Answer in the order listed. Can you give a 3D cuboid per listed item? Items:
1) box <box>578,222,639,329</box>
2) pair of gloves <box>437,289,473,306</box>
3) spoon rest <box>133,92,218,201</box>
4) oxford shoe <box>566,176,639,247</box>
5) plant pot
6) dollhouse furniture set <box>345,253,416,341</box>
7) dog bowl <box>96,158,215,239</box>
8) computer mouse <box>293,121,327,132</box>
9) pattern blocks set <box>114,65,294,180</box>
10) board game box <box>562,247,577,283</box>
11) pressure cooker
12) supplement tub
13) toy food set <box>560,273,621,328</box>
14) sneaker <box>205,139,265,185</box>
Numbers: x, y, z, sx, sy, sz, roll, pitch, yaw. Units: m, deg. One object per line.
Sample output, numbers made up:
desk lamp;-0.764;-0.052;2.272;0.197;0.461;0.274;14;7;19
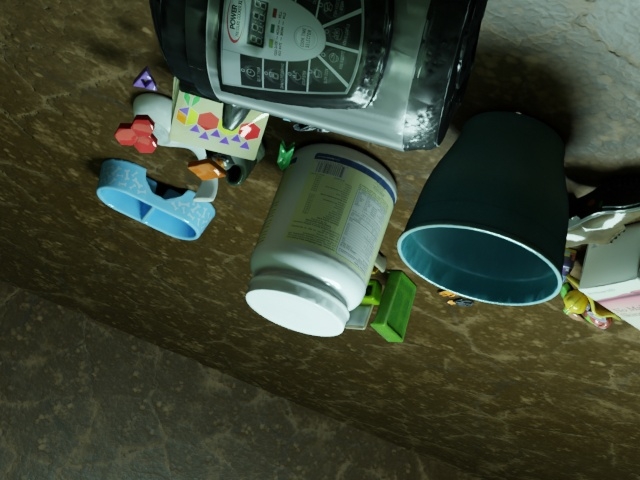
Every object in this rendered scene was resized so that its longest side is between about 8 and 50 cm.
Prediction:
box;0.630;0.081;1.837;0.232;0.127;0.148;30;155;-23
pair of gloves;0.327;0.140;2.351;0.074;0.010;0.083;-6;147;45
spoon rest;-0.293;-0.204;2.024;0.137;0.084;0.276;2;138;33
oxford shoe;0.503;-0.045;1.673;0.227;0.083;0.096;-17;126;32
plant pot;0.295;-0.065;1.617;0.272;0.255;0.271;17;157;7
dollhouse furniture set;0.065;0.105;2.300;0.197;0.151;0.301;1;150;37
dog bowl;-0.402;-0.092;2.335;0.297;0.074;0.166;26;156;-15
computer mouse;0.016;-0.229;1.628;0.188;0.072;0.272;1;-179;13
pattern blocks set;-0.192;-0.227;1.786;0.325;0.026;0.285;19;130;-15
board game box;0.431;0.045;2.014;0.170;0.048;0.141;16;158;8
pressure cooker;-0.009;-0.318;1.165;0.420;0.370;0.375;17;167;8
supplement tub;0.000;0.000;1.902;0.235;0.325;0.235;17;157;7
toy food set;0.536;0.138;1.957;0.128;0.071;0.218;45;-169;26
sneaker;-0.190;-0.205;1.880;0.100;0.108;0.271;9;153;28
